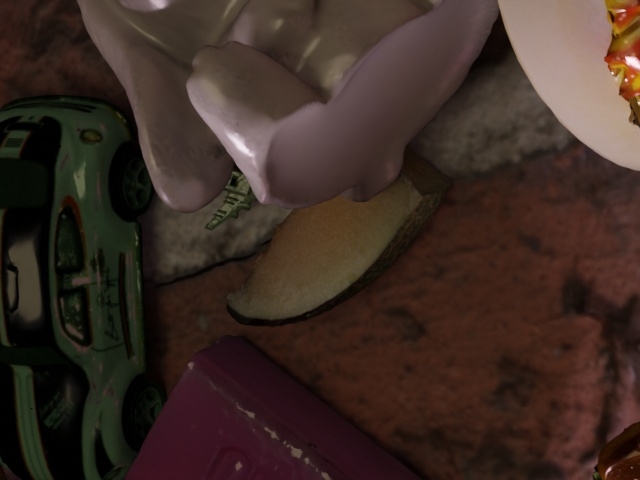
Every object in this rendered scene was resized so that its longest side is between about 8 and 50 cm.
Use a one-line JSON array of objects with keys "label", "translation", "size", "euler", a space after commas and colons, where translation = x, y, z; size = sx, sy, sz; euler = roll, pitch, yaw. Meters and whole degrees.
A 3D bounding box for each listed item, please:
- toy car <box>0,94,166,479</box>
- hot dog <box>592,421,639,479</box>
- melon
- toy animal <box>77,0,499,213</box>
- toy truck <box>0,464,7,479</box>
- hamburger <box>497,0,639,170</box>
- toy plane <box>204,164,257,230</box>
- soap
[{"label": "toy car", "translation": [-0.205, 0.047, 1.176], "size": [0.136, 0.125, 0.306], "euler": [3, 98, 26]}, {"label": "hot dog", "translation": [0.258, 0.127, 0.990], "size": [0.188, 0.055, 0.072], "euler": [-21, 91, 28]}, {"label": "melon", "translation": [0.006, 0.003, 1.103], "size": [0.098, 0.054, 0.182], "euler": [42, 113, 22]}, {"label": "toy animal", "translation": [-0.047, -0.158, 1.015], "size": [0.265, 0.206, 0.271], "euler": [39, 72, 25]}, {"label": "toy truck", "translation": [-0.368, 0.251, 1.261], "size": [0.239, 0.189, 0.265], "euler": [13, 104, 16]}, {"label": "hamburger", "translation": [0.223, -0.163, 0.837], "size": [0.179, 0.294, 0.276], "euler": [0, 85, 42]}, {"label": "toy plane", "translation": [-0.060, -0.043, 1.138], "size": [0.083, 0.033, 0.080], "euler": [18, 91, 23]}, {"label": "soap", "translation": [-0.020, 0.213, 1.130], "size": [0.259, 0.081, 0.181], "euler": [37, 113, 18]}]
